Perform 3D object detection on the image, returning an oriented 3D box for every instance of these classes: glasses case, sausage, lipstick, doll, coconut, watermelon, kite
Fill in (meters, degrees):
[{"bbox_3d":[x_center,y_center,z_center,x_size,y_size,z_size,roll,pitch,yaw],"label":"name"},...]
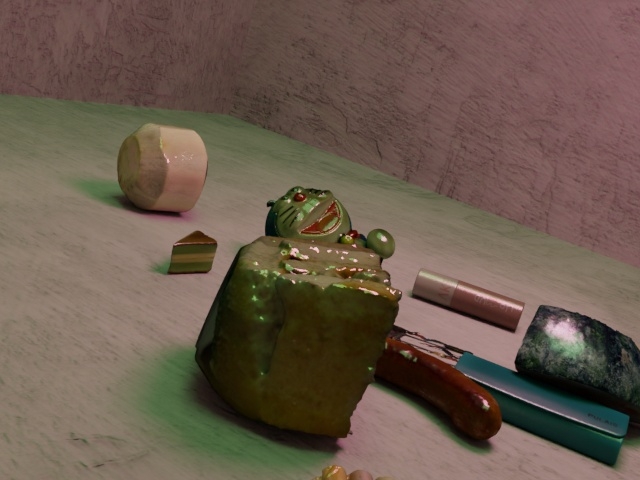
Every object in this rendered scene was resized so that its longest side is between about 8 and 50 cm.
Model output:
[{"bbox_3d":[0.375,0.284,1.475,0.301,0.070,0.117,22,16,18],"label":"glasses case"},{"bbox_3d":[0.180,0.238,1.423,0.302,0.076,0.103,25,24,36],"label":"sausage"},{"bbox_3d":[0.346,0.136,1.995,0.255,0.070,0.070,19,15,13],"label":"lipstick"},{"bbox_3d":[0.001,0.000,1.943,0.322,0.186,0.198,40,54,20],"label":"doll"},{"bbox_3d":[-0.388,-0.178,2.146,0.241,0.241,0.241,15,14,-4],"label":"coconut"},{"bbox_3d":[0.488,0.234,1.583,0.318,0.148,0.226,27,-24,-18],"label":"watermelon"},{"bbox_3d":[0.167,0.194,1.699,0.286,0.015,0.152,18,15,8],"label":"kite"}]

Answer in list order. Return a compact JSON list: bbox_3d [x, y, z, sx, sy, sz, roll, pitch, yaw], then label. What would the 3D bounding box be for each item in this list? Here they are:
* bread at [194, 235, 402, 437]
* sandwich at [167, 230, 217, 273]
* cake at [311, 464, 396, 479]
[{"bbox_3d":[-0.045,0.115,1.324,0.264,0.239,0.395,14,12,-6],"label":"bread"},{"bbox_3d":[-0.284,0.023,1.757,0.116,0.074,0.074,-2,24,-47],"label":"sandwich"},{"bbox_3d":[0.081,0.317,0.944,0.226,0.109,0.090,9,15,-23],"label":"cake"}]
